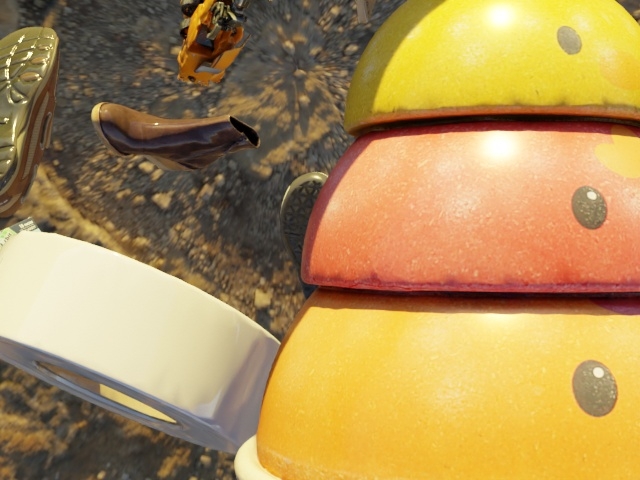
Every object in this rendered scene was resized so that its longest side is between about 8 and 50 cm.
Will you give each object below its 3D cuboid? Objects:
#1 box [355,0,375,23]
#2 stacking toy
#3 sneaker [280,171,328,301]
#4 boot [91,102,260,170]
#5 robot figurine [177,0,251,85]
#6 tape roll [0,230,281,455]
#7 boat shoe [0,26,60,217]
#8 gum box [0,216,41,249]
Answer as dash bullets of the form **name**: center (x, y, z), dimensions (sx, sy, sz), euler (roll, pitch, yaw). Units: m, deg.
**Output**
- **box**: center (0.085, -0.537, 1.887), dimensions (0.021, 0.164, 0.201), euler (4, 137, 16)
- **stacking toy**: center (0.114, -0.052, 0.654), dimensions (0.351, 0.350, 0.480), euler (-2, 91, -1)
- **sneaker**: center (0.000, 0.000, 1.368), dimensions (0.084, 0.097, 0.234), euler (0, 124, 11)
- **boot**: center (-0.245, -0.194, 1.730), dimensions (0.207, 0.248, 0.090), euler (-12, 69, 25)
- **robot figurine**: center (-0.121, -0.341, 1.355), dimensions (0.085, 0.291, 0.211), euler (10, 66, -24)
- **tape roll**: center (-0.178, 0.099, 0.933), dimensions (0.286, 0.286, 0.100), euler (25, 73, -5)
- **boat shoe**: center (-0.475, -0.182, 1.557), dimensions (0.123, 0.120, 0.324), euler (5, 61, 12)
- **gum box**: center (-0.566, 0.067, 1.904), dimensions (0.041, 0.157, 0.184), euler (-30, 92, 44)
